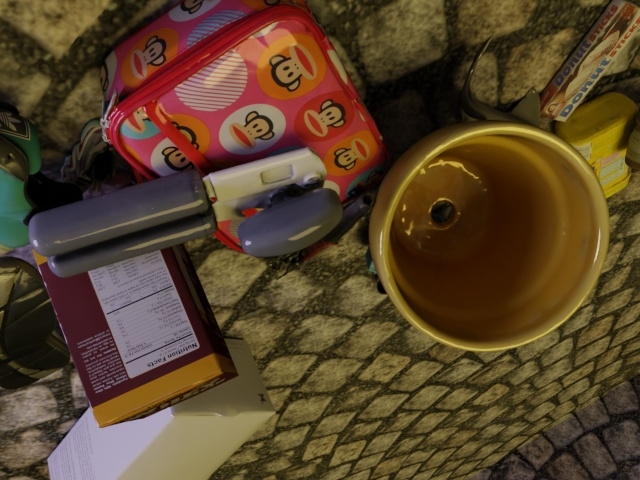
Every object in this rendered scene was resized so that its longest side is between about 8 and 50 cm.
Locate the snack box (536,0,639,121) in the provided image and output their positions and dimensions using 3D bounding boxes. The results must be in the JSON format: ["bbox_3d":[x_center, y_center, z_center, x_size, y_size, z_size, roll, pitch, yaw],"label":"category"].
[{"bbox_3d":[0.371,-0.246,0.879,0.064,0.022,0.178,2,134,-36],"label":"snack box"}]

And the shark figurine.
[{"bbox_3d":[0.258,-0.169,0.864,0.278,0.166,0.116,30,90,-30],"label":"shark figurine"}]

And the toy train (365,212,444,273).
[{"bbox_3d":[0.160,0.016,0.964,0.184,0.080,0.105,16,114,-8],"label":"toy train"}]

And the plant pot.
[{"bbox_3d":[0.177,-0.022,0.786,0.254,0.239,0.253,-1,101,-4],"label":"plant pot"}]

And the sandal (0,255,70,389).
[{"bbox_3d":[-0.378,0.098,0.764,0.120,0.086,0.302,-18,157,-23],"label":"sandal"}]

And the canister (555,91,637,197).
[{"bbox_3d":[0.431,-0.138,1.006,0.126,0.073,0.170,-29,142,-1],"label":"canister"}]

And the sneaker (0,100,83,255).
[{"bbox_3d":[-0.316,-0.098,0.538,0.121,0.108,0.302,-23,148,-1],"label":"sneaker"}]

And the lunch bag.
[{"bbox_3d":[-0.084,-0.113,0.673,0.258,0.120,0.293,-29,145,9],"label":"lunch bag"}]

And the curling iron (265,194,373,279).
[{"bbox_3d":[0.000,0.000,0.822,0.068,0.035,0.274,-34,180,-31],"label":"curling iron"}]

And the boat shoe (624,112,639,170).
[{"bbox_3d":[0.564,-0.197,0.962,0.285,0.105,0.089,-36,130,-30],"label":"boat shoe"}]

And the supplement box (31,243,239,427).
[{"bbox_3d":[-0.196,0.089,0.718,0.129,0.194,0.191,-23,169,-7],"label":"supplement box"}]

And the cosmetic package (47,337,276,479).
[{"bbox_3d":[-0.267,0.322,1.035,0.197,0.155,0.365,16,124,-45],"label":"cosmetic package"}]

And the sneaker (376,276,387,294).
[{"bbox_3d":[0.189,0.024,1.035,0.118,0.083,0.222,7,129,-32],"label":"sneaker"}]

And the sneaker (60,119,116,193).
[{"bbox_3d":[-0.238,-0.069,0.656,0.038,0.069,0.098,7,131,-38],"label":"sneaker"}]

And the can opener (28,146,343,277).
[{"bbox_3d":[-0.121,-0.014,0.598,0.284,0.095,0.076,-17,146,-7],"label":"can opener"}]
